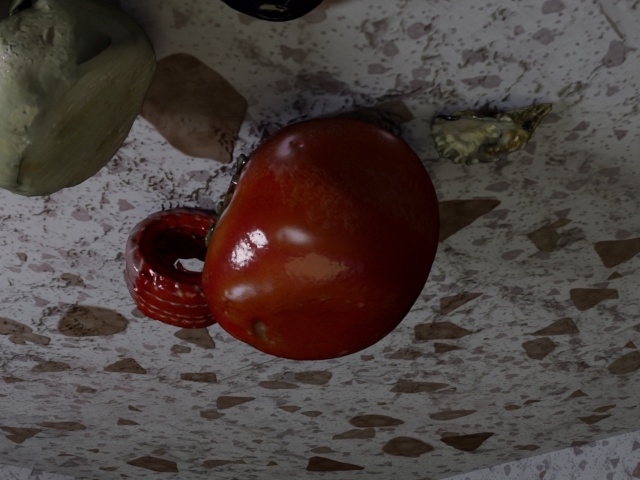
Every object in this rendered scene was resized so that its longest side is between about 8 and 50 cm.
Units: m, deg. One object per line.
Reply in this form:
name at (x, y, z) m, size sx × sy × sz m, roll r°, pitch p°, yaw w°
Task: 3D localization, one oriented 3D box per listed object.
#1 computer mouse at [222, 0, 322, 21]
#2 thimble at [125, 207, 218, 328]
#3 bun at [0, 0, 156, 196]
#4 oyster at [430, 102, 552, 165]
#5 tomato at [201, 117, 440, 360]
computer mouse at (-0.089, -0.292, 0.646) m, size 0.233 × 0.096 × 0.137 m, roll 17°, pitch 148°, yaw -32°
thimble at (-0.209, 0.044, 1.099) m, size 0.189 × 0.163 × 0.125 m, roll 5°, pitch 145°, yaw -8°
bun at (-0.286, -0.162, 0.748) m, size 0.141 × 0.239 × 0.239 m, roll 32°, pitch 143°, yaw 1°
oyster at (0.212, -0.143, 0.920) m, size 0.121 × 0.045 × 0.146 m, roll 13°, pitch 152°, yaw -24°
tomato at (0.000, 0.000, 0.933) m, size 0.289 × 0.293 × 0.325 m, roll 19°, pitch 135°, yaw -7°
